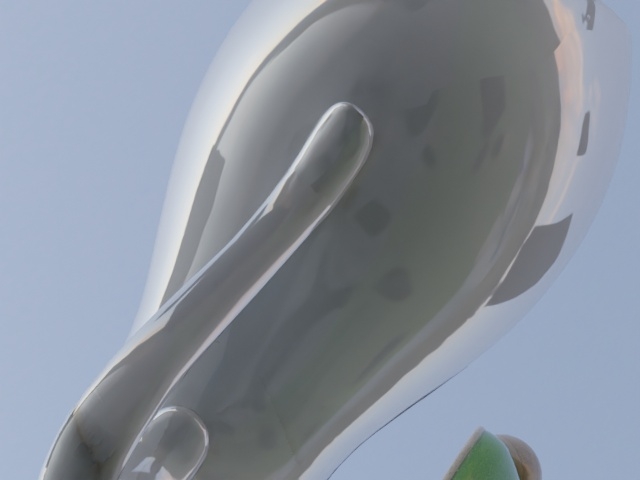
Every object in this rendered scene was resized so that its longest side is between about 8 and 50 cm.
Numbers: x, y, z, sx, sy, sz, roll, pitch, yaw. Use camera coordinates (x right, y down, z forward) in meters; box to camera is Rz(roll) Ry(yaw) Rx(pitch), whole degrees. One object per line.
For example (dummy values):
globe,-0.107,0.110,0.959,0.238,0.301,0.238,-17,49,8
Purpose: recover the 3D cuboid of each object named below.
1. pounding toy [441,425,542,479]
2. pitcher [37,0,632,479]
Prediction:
pounding toy,0.095,0.212,1.047,0.110,0.237,0.183,31,-85,9
pitcher,0.000,0.000,0.523,0.125,0.178,0.207,34,-86,10
